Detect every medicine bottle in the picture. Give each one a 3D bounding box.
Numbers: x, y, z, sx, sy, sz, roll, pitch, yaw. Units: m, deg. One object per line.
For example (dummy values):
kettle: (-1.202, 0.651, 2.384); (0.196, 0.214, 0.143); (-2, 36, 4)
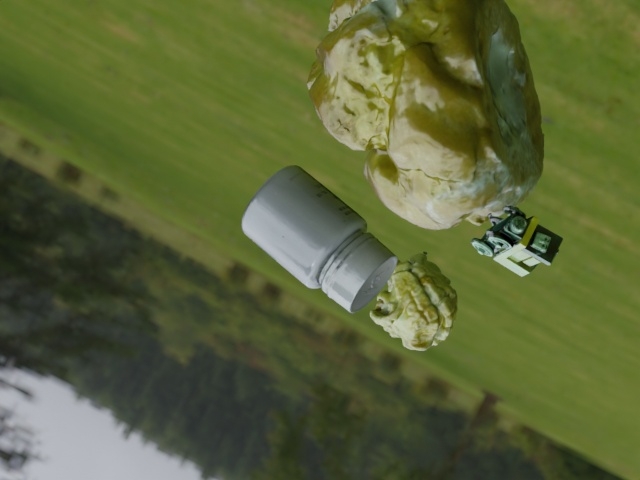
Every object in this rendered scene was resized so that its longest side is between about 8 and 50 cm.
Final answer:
medicine bottle: (0.000, 0.000, 1.349); (0.130, 0.080, 0.080); (40, 176, 16)

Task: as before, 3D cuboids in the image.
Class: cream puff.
cream puff: (0.121, -0.184, 1.948); (0.275, 0.378, 0.378); (-11, 155, 23)

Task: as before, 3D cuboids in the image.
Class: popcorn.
popcorn: (0.154, 0.103, 2.367); (0.135, 0.162, 0.142); (2, 115, 32)

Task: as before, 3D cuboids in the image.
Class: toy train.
toy train: (0.216, 0.002, 1.672); (0.081, 0.050, 0.122); (32, 167, -5)
